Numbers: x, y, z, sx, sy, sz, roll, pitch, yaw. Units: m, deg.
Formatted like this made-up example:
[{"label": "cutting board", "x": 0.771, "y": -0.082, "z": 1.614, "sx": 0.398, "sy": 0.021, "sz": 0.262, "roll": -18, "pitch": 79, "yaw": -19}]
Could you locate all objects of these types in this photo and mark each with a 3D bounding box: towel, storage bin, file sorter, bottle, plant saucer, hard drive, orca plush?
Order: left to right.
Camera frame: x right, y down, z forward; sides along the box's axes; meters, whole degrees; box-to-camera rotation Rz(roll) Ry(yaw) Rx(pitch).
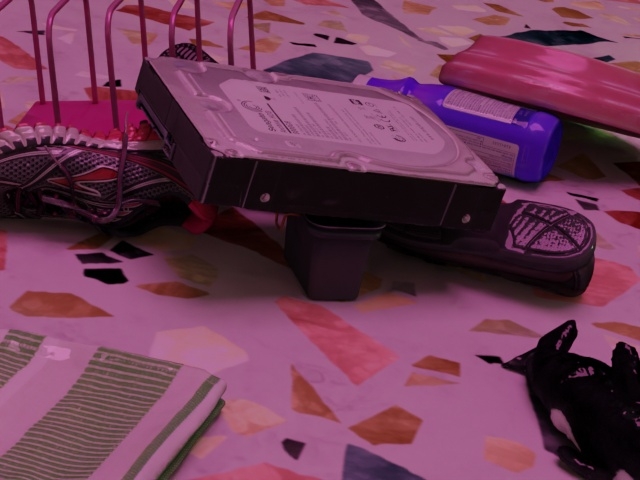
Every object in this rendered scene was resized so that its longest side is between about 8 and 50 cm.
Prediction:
[{"label": "towel", "x": -0.263, "y": 0.131, "z": 1.219, "sx": 0.325, "sy": 0.038, "sz": 0.248, "roll": 14, "pitch": 24, "yaw": 10}, {"label": "file sorter", "x": -0.222, "y": -0.198, "z": 1.754, "sx": 0.290, "sy": 0.182, "sz": 0.202, "roll": 0, "pitch": 24, "yaw": 5}, {"label": "hard drive", "x": -0.003, "y": -0.103, "z": 1.576, "sx": 0.339, "sy": 0.064, "sz": 0.237, "roll": 5, "pitch": 28, "yaw": -27}, {"label": "storage bin", "x": 0.000, "y": 0.000, "z": 1.567, "sx": 0.098, "sy": 0.091, "sz": 0.135, "roll": 2, "pitch": 23, "yaw": -19}, {"label": "bottle", "x": 0.174, "y": -0.155, "z": 2.005, "sx": 0.283, "sy": 0.092, "sz": 0.118, "roll": 16, "pitch": 19, "yaw": 16}, {"label": "plant saucer", "x": 0.334, "y": -0.217, "z": 2.111, "sx": 0.332, "sy": 0.084, "sz": 0.332, "roll": 16, "pitch": 5, "yaw": -1}, {"label": "orca plush", "x": 0.275, "y": 0.132, "z": 1.352, "sx": 0.151, "sy": 0.102, "sz": 0.287, "roll": 4, "pitch": 23, "yaw": -14}]

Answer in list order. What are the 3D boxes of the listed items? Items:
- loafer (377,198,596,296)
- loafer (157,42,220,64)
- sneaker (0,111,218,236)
[{"label": "loafer", "x": 0.158, "y": -0.002, "z": 1.674, "sx": 0.302, "sy": 0.095, "sz": 0.109, "roll": 15, "pitch": 53, "yaw": 24}, {"label": "loafer", "x": -0.126, "y": -0.170, "z": 1.935, "sx": 0.080, "sy": 0.078, "sz": 0.220, "roll": -31, "pitch": 55, "yaw": -16}, {"label": "sneaker", "x": -0.249, "y": -0.056, "z": 1.580, "sx": 0.299, "sy": 0.121, "sz": 0.112, "roll": -7, "pitch": 64, "yaw": -16}]
